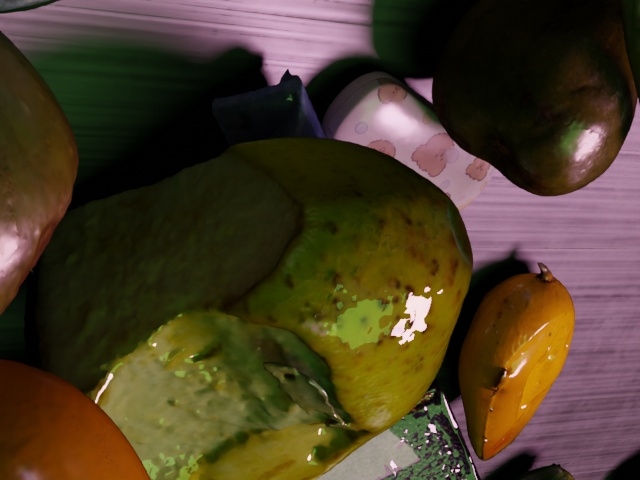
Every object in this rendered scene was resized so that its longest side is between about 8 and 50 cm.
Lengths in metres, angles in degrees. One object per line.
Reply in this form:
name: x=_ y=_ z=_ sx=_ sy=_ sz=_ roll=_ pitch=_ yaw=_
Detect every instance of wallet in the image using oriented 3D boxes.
wallet: x=0.041 y=0.256 z=1.389 sx=0.221 sy=0.071 sz=0.262 roll=-28 pitch=126 yaw=-7

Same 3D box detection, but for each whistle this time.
whistle: x=0.000 y=0.000 z=1.114 sx=0.062 sy=0.062 sz=0.304 roll=-32 pitch=142 yaw=-6

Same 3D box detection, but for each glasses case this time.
glasses case: x=0.061 y=-0.062 z=1.112 sx=0.063 sy=0.041 sz=0.164 roll=-48 pitch=142 yaw=10

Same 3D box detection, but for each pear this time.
pear: x=-0.015 y=0.062 z=1.017 sx=0.255 sy=0.164 sz=0.238 roll=-21 pitch=141 yaw=18

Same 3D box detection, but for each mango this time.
mango: x=0.153 y=0.097 z=1.325 sx=0.101 sy=0.066 sz=0.187 roll=-24 pitch=136 yaw=-38

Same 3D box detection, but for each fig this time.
fig: x=0.161 y=-0.109 z=1.077 sx=0.185 sy=0.133 sz=0.126 roll=-33 pitch=127 yaw=-37
fig: x=-0.211 y=-0.035 z=0.820 sx=0.181 sy=0.181 sz=0.191 roll=-18 pitch=102 yaw=-23

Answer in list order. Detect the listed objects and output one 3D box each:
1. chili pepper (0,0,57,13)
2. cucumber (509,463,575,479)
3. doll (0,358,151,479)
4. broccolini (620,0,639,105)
chili pepper: x=-0.174 y=-0.209 z=0.637 sx=0.257 sy=0.233 sz=0.248 roll=-13 pitch=121 yaw=-16
cucumber: x=0.144 y=0.285 z=1.524 sx=0.227 sy=0.069 sz=0.069 roll=-43 pitch=142 yaw=13
doll: x=-0.177 y=0.154 z=0.874 sx=0.213 sy=0.236 sz=0.213 roll=-1 pitch=105 yaw=-4
broccolini: x=0.213 y=-0.171 z=1.019 sx=0.123 sy=0.062 sz=0.271 roll=-17 pitch=106 yaw=-38
